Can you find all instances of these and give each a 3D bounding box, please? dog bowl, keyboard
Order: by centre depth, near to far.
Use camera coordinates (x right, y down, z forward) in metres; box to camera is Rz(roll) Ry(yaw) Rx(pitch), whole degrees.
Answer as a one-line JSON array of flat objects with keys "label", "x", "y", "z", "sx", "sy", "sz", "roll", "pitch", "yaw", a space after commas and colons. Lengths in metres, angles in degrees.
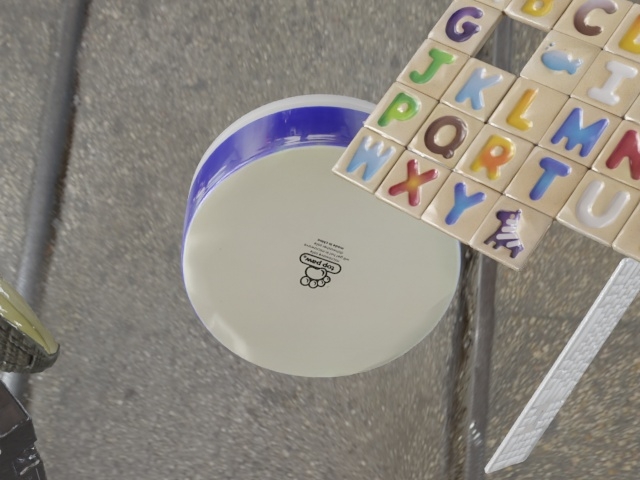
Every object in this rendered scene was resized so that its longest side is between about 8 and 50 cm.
[{"label": "keyboard", "x": 0.233, "y": 0.118, "z": 1.011, "sx": 0.014, "sy": 0.072, "sz": 0.256, "roll": 40, "pitch": 118, "yaw": 27}, {"label": "dog bowl", "x": 0.000, "y": 0.000, "z": 1.041, "sx": 0.265, "sy": 0.264, "sz": 0.104, "roll": -6, "pitch": 32, "yaw": 3}]

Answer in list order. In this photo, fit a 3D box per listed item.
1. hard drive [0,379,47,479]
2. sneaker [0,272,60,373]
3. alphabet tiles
[{"label": "hard drive", "x": -0.421, "y": 0.293, "z": 1.028, "sx": 0.339, "sy": 0.237, "sz": 0.064, "roll": -35, "pitch": 65, "yaw": -26}, {"label": "sneaker", "x": -0.391, "y": -0.043, "z": 1.121, "sx": 0.410, "sy": 0.158, "sz": 0.182, "roll": 46, "pitch": 56, "yaw": 3}, {"label": "alphabet tiles", "x": 0.150, "y": -0.076, "z": 0.698, "sx": 0.237, "sy": 0.009, "sz": 0.198, "roll": 30, "pitch": 80, "yaw": 33}]
